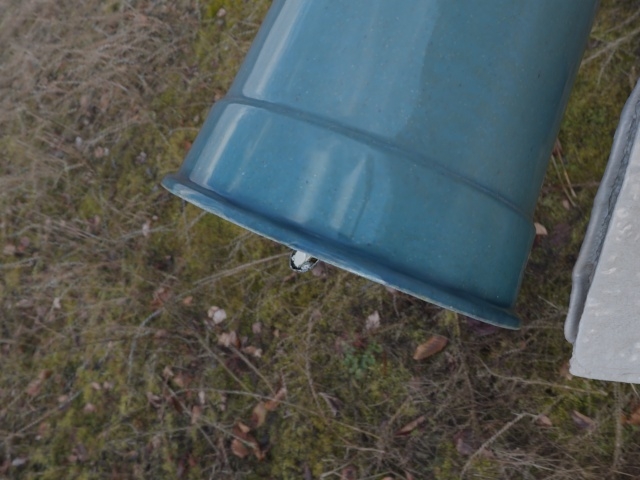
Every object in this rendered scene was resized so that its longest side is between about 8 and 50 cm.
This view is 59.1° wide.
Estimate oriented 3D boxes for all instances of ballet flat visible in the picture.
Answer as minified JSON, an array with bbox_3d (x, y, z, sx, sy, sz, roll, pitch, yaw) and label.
[{"bbox_3d":[0.000,0.000,0.655,0.114,0.041,0.041,-49,46,31],"label":"ballet flat"}]

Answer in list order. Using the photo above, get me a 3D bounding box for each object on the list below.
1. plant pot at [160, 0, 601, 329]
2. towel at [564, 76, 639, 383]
[{"bbox_3d":[0.078,-0.142,0.516,0.341,0.341,0.334,23,92,42],"label":"plant pot"},{"bbox_3d":[0.320,0.008,0.465,0.187,0.282,0.049,5,30,5],"label":"towel"}]
